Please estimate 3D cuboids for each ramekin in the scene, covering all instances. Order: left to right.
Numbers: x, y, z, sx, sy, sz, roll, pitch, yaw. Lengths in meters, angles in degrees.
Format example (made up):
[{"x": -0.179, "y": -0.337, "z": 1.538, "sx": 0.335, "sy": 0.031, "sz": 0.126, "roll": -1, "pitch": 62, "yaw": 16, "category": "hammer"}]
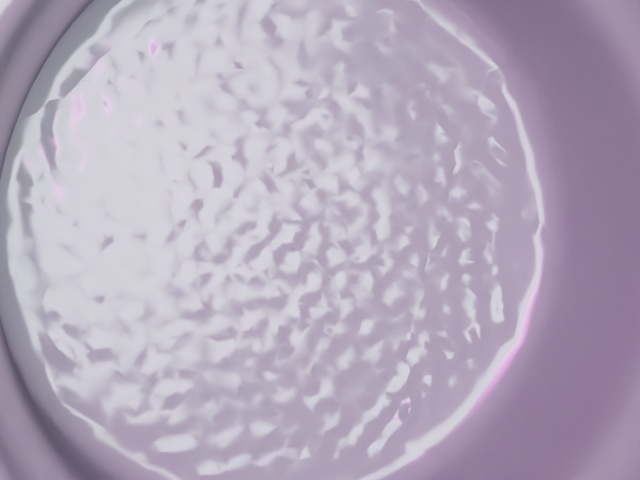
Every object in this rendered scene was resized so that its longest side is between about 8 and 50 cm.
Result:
[{"x": 0.000, "y": 0.000, "z": 0.533, "sx": 0.277, "sy": 0.135, "sz": 0.277, "roll": -2, "pitch": 96, "yaw": -15, "category": "ramekin"}]
